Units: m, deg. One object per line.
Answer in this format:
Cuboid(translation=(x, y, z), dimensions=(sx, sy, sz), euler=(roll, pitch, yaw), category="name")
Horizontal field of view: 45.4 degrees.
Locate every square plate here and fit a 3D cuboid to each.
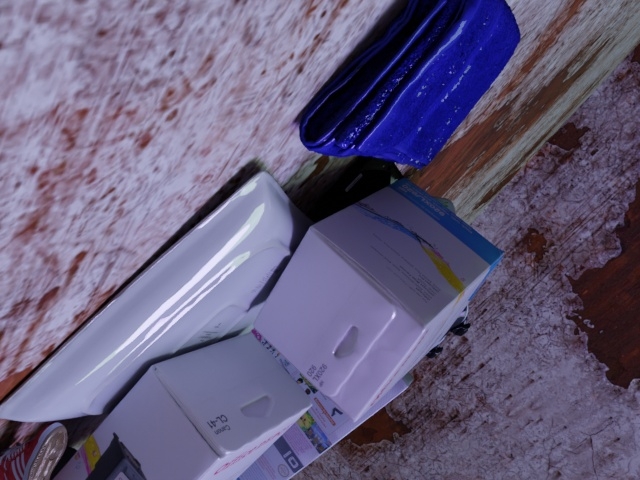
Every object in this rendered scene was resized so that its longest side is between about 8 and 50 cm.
Cuboid(translation=(-0.139, 0.089, 0.865), dimensions=(0.344, 0.049, 0.347), euler=(-42, 166, 1), category="square plate")

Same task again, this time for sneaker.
Cuboid(translation=(-0.305, 0.219, 0.789), dimensions=(0.042, 0.067, 0.118), euler=(-13, 136, -58), category="sneaker")

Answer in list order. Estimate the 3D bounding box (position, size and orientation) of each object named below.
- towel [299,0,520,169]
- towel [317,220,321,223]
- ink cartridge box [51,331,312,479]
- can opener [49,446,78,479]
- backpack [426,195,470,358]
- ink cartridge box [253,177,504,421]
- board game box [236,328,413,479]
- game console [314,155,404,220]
Cuboid(translation=(0.117, -0.165, 0.807), dimensions=(0.228, 0.076, 0.308), euler=(-47, 168, 17), category="towel")
Cuboid(translation=(0.000, 0.000, 1.115), dimensions=(0.148, 0.027, 0.110), euler=(-32, 164, -46), category="towel")
Cuboid(translation=(-0.185, 0.267, 0.906), dimensions=(0.306, 0.131, 0.226), euler=(-49, 165, 19), category="ink cartridge box")
Cuboid(translation=(-0.410, 0.358, 0.923), dimensions=(0.283, 0.095, 0.076), euler=(-47, 154, -40), category="can opener")
Cuboid(translation=(0.135, 0.044, 1.268), dimensions=(0.225, 0.191, 0.254), euler=(121, -20, -53), category="backpack")
Cuboid(translation=(0.072, 0.060, 0.917), dimensions=(0.232, 0.168, 0.171), euler=(-29, 155, -53), category="ink cartridge box")
Cuboid(translation=(-0.054, 0.206, 1.098), dimensions=(0.303, 0.224, 0.097), euler=(-38, 169, 7), category="board game box")
Cuboid(translation=(0.044, -0.061, 1.016), dimensions=(0.122, 0.071, 0.107), euler=(-47, 128, -8), category="game console")
